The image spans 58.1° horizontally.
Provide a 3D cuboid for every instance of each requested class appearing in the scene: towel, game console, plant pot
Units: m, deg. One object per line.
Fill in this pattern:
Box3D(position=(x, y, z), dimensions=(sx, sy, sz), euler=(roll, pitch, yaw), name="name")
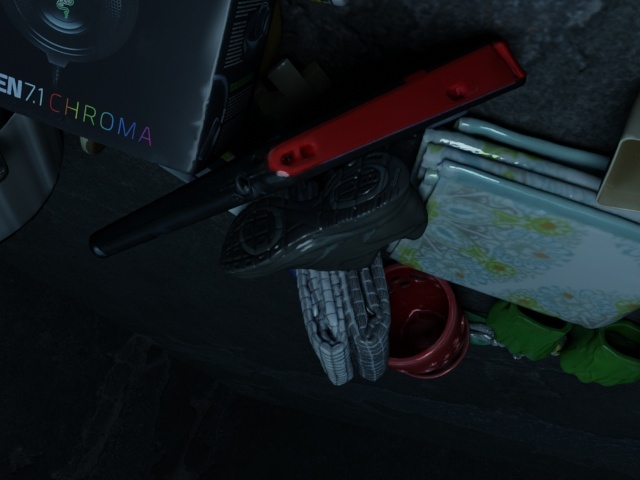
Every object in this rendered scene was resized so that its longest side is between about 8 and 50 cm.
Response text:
Box3D(position=(0.037, 0.056, 0.873), dimensions=(0.121, 0.283, 0.235), euler=(-10, 155, 3), name="towel")
Box3D(position=(-0.023, -0.079, 0.583), dimensions=(0.387, 0.342, 0.060), euler=(-14, 105, 52), name="game console")
Box3D(position=(0.283, -0.008, 0.760), dimensions=(0.375, 0.090, 0.320), euler=(19, 158, 3), name="towel")
Box3D(position=(0.175, 0.155, 1.065), dimensions=(0.191, 0.191, 0.174), euler=(6, 160, 29), name="plant pot")
Box3D(position=(0.329, -0.090, 0.531), dimensions=(0.109, 0.096, 0.109), euler=(13, 155, 18), name="plant pot")

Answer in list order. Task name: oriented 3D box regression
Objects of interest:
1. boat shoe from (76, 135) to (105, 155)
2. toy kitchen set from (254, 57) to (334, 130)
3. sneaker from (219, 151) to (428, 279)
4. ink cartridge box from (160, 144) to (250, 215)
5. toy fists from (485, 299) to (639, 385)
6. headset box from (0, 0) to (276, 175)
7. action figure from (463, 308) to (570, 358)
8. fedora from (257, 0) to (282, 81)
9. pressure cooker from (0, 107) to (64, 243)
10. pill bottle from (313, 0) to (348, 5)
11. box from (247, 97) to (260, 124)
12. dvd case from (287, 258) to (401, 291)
Box3D(position=(-0.324, -0.217, 0.810), dimensions=(0.095, 0.095, 0.257), euler=(39, 147, -6), name="boat shoe")
Box3D(position=(-0.046, -0.194, 0.682), dimensions=(0.083, 0.075, 0.068), euler=(-38, 136, 10), name="toy kitchen set")
Box3D(position=(0.000, 0.000, 0.715), dimensions=(0.286, 0.109, 0.130), euler=(-17, 141, 29), name="sneaker")
Box3D(position=(-0.173, -0.125, 0.817), dimensions=(0.175, 0.072, 0.127), euler=(34, -172, -29), name="ink cartridge box")
Box3D(position=(0.429, 0.169, 1.004), dimensions=(0.279, 0.096, 0.142), euler=(20, 146, 5), name="toy fists")
Box3D(position=(-0.155, -0.232, 0.433), dimensions=(0.246, 0.131, 0.283), euler=(21, 116, 1), name="headset box")
Box3D(position=(0.389, 0.193, 1.128), dimensions=(0.232, 0.063, 0.137), euler=(6, 149, 22), name="action figure")
Box3D(position=(-0.139, -0.228, 0.595), dimensions=(0.194, 0.194, 0.079), euler=(45, -174, -43), name="fedora")
Box3D(position=(-0.515, -0.194, 0.667), dimensions=(0.370, 0.375, 0.420), euler=(10, 158, -14), name="pressure cooker")
Box3D(position=(-0.027, -0.252, 0.512), dimensions=(0.116, 0.065, 0.065), euler=(16, 155, 12), name="pill bottle")
Box3D(position=(-0.122, -0.179, 0.754), dimensions=(0.062, 0.052, 0.083), euler=(34, 154, -28), name="box")
Box3D(position=(0.044, 0.075, 1.193), dimensions=(0.253, 0.022, 0.180), euler=(7, 152, 29), name="dvd case")
